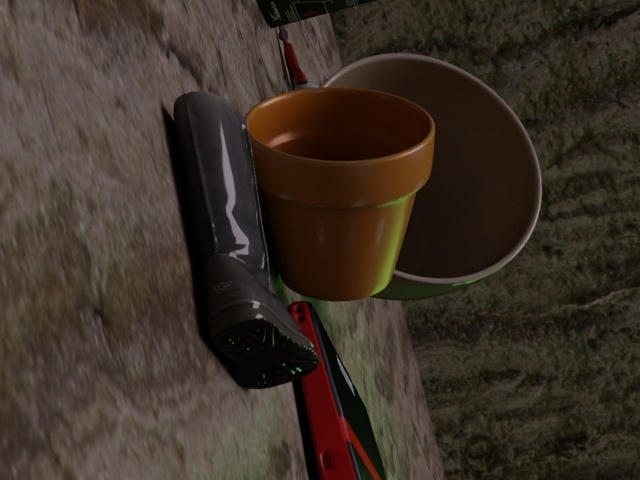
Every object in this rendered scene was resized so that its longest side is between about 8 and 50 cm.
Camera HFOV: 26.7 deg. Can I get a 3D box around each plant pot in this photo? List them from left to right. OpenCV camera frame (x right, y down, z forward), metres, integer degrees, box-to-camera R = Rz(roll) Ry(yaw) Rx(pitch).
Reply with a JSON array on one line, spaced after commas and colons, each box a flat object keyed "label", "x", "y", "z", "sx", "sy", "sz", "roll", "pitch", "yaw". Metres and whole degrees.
[{"label": "plant pot", "x": 0.019, "y": -0.044, "z": 1.482, "sx": 0.205, "sy": 0.205, "sz": 0.188, "roll": -93, "pitch": -177, "yaw": -61}]

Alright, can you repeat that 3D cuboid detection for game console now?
[{"label": "game console", "x": 0.040, "y": 0.287, "z": 1.552, "sx": 0.386, "sy": 0.060, "sz": 0.342, "roll": 67, "pitch": 6, "yaw": -62}]

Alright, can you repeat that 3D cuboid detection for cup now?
[{"label": "cup", "x": 0.098, "y": -0.051, "z": 1.821, "sx": 0.237, "sy": 0.331, "sz": 0.331, "roll": 126, "pitch": -43, "yaw": -61}]

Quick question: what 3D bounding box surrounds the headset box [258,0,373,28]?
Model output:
[{"label": "headset box", "x": 0.034, "y": -0.472, "z": 2.046, "sx": 0.110, "sy": 0.293, "sz": 0.218, "roll": 61, "pitch": 16, "yaw": -69}]

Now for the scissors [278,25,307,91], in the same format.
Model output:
[{"label": "scissors", "x": -0.056, "y": -0.309, "z": 2.178, "sx": 0.109, "sy": 0.021, "sz": 0.297, "roll": 83, "pitch": -11, "yaw": -62}]

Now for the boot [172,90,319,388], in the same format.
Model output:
[{"label": "boot", "x": -0.067, "y": 0.004, "z": 1.121, "sx": 0.189, "sy": 0.076, "sz": 0.208, "roll": 70, "pitch": 2, "yaw": -62}]

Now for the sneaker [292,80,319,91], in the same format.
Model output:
[{"label": "sneaker", "x": -0.004, "y": -0.148, "z": 2.051, "sx": 0.083, "sy": 0.071, "sz": 0.190, "roll": -46, "pitch": 122, "yaw": -77}]
